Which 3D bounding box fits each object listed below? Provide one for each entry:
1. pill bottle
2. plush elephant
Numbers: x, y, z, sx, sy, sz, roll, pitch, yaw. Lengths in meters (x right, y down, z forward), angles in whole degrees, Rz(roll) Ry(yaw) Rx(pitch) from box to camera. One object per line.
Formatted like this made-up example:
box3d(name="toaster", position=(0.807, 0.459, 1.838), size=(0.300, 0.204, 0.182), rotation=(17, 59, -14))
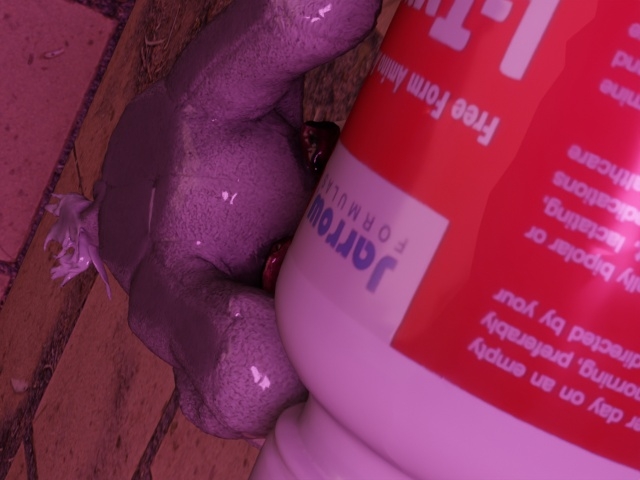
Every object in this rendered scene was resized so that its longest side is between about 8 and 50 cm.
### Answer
box3d(name="pill bottle", position=(0.120, -0.020, 0.564), size=(0.408, 0.229, 0.229), rotation=(-65, 23, 11))
box3d(name="plush elephant", position=(0.000, 0.000, 0.839), size=(0.330, 0.255, 0.272), rotation=(-13, 69, 56))
